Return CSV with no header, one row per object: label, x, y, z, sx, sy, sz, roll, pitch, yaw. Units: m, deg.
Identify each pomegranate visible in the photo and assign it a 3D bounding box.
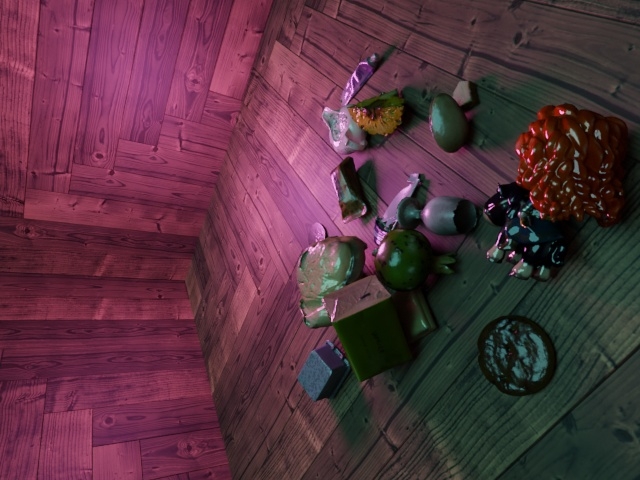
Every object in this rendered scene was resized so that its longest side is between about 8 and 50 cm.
pomegranate,0.292,0.066,1.284,0.263,0.211,0.211,11,90,12

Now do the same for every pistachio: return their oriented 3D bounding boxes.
pistachio,0.397,-0.365,1.265,0.108,0.126,0.185,-175,70,-79

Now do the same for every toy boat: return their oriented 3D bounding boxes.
toy boat,0.273,-0.112,1.458,0.220,0.067,0.291,-128,58,-68

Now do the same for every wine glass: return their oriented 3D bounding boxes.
wine glass,0.360,-0.080,1.278,0.241,0.126,0.126,9,92,60

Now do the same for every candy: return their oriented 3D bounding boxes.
candy,0.116,-0.205,1.702,0.143,0.101,0.271,-35,62,42

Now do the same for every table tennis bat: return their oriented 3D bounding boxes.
table tennis bat,0.000,0.000,1.909,0.234,0.022,0.131,46,121,53

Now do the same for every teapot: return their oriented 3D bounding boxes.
teapot,0.114,-0.463,1.704,0.208,0.166,0.300,-51,33,22

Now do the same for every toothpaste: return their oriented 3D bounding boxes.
toothpaste,0.162,-0.695,1.765,0.075,0.048,0.301,59,146,5

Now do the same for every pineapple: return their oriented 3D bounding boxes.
pineapple,0.248,-0.492,1.563,0.249,0.140,0.164,6,47,36

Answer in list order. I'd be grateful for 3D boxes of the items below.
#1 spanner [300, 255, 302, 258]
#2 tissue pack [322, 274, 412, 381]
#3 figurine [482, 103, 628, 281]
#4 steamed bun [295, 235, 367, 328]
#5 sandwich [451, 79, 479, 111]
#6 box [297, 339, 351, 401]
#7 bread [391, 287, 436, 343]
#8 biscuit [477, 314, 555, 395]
spanner,-0.057,0.165,1.799,0.325,0.040,0.096,82,166,-53
tissue pack,0.152,0.287,1.326,0.167,0.200,0.275,-120,7,-61
figurine,0.533,-0.098,0.963,0.412,0.241,0.306,108,174,-48
steamed bun,0.060,0.163,1.590,0.325,0.230,0.372,6,90,48
sandwich,0.448,-0.454,1.292,0.105,0.035,0.093,-28,62,53
box,0.014,0.545,1.683,0.162,0.130,0.227,44,122,33
bread,0.303,0.239,1.360,0.139,0.060,0.178,-51,45,40
biscuit,0.504,0.300,1.064,0.212,0.036,0.212,-15,72,54
